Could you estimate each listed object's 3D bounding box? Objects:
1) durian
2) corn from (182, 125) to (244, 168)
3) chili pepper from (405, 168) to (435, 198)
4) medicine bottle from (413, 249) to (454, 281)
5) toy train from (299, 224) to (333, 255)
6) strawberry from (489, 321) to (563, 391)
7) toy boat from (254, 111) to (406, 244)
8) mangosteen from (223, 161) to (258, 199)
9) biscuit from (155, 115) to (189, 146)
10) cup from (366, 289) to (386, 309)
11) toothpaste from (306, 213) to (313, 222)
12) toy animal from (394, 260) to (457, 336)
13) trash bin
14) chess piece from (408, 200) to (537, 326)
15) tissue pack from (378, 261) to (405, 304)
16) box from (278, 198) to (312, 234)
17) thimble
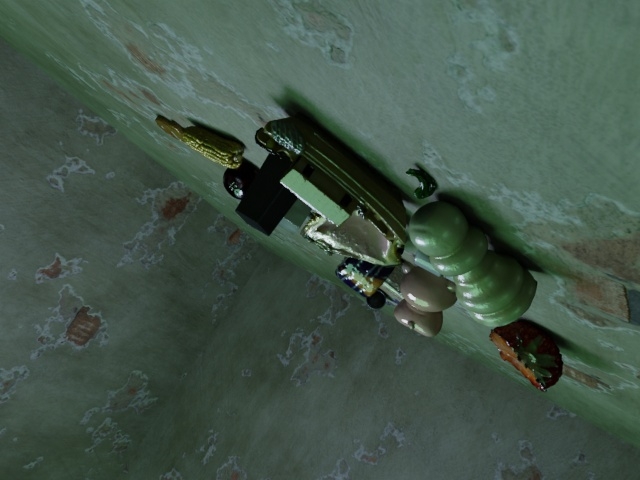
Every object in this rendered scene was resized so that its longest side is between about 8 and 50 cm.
[{"bbox_3d":[0.125,-0.054,1.412,0.305,0.185,0.195,27,151,8],"label":"durian"},{"bbox_3d":[-0.384,-0.335,1.764,0.292,0.101,0.101,28,170,29],"label":"corn"},{"bbox_3d":[0.221,-0.117,1.083,0.056,0.035,0.118,10,165,24],"label":"chili pepper"},{"bbox_3d":[0.345,0.061,1.450,0.130,0.080,0.080,29,170,18],"label":"medicine bottle"},{"bbox_3d":[0.000,0.000,2.302,0.194,0.080,0.125,33,-179,-20],"label":"toy train"},{"bbox_3d":[0.710,0.373,1.693,0.253,0.150,0.280,51,-179,23],"label":"strawberry"},{"bbox_3d":[0.037,-0.135,1.206,0.446,0.162,0.136,35,168,-16],"label":"toy boat"},{"bbox_3d":[-0.297,-0.233,1.921,0.153,0.152,0.152,32,171,6],"label":"mangosteen"},{"bbox_3d":[-0.590,-0.444,2.066,0.249,0.035,0.184,30,170,19],"label":"biscuit"},{"bbox_3d":[0.217,0.228,1.987,0.077,0.078,0.100,68,-178,-76],"label":"cup"},{"bbox_3d":[-0.039,-0.090,2.087,0.067,0.037,0.255,23,171,44],"label":"toothpaste"},{"bbox_3d":[0.355,0.208,1.735,0.210,0.221,0.229,24,169,24],"label":"toy animal"},{"bbox_3d":[-0.152,-0.144,1.582,0.115,0.225,0.165,29,170,16],"label":"trash bin"},{"bbox_3d":[0.337,0.038,1.164,0.330,0.182,0.182,43,167,-22],"label":"chess piece"},{"bbox_3d":[0.273,0.157,2.013,0.242,0.125,0.344,40,169,-3],"label":"tissue pack"},{"bbox_3d":[-0.091,-0.107,1.862,0.086,0.129,0.225,33,170,-4],"label":"box"},{"bbox_3d":[0.160,0.063,1.638,0.150,0.237,0.237,37,171,-2],"label":"thimble"}]
